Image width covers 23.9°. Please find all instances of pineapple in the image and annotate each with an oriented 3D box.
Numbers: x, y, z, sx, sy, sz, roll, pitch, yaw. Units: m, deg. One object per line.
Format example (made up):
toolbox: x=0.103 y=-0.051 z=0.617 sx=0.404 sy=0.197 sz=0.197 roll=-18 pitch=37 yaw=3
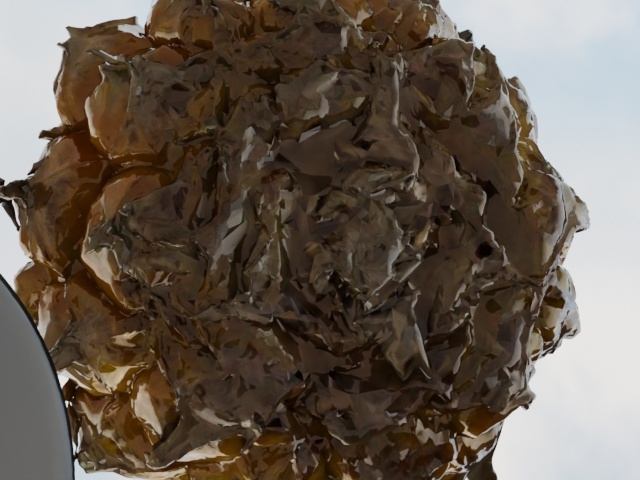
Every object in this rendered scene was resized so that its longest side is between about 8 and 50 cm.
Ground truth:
pineapple: x=0.000 y=0.000 z=0.489 sx=0.224 sy=0.076 sz=0.225 roll=2 pitch=-97 yaw=-18

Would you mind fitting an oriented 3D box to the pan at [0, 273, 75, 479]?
pan: x=-0.112 y=0.097 z=0.312 sx=0.028 sy=0.136 sz=0.235 roll=-7 pitch=-118 yaw=36
